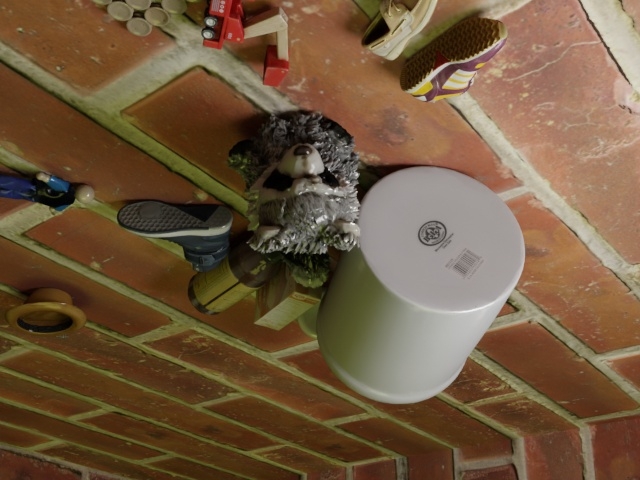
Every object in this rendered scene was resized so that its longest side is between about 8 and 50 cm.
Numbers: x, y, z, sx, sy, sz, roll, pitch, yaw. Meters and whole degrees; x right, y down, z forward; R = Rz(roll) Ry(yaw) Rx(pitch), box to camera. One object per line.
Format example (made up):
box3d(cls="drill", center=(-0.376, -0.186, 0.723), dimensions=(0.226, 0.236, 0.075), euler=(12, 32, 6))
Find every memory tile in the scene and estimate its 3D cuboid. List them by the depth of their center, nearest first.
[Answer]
box3d(cls="memory tile", center=(-0.241, -0.345, 1.083), dimensions=(0.148, 0.012, 0.113), euler=(-20, 143, 32))

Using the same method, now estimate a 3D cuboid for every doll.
box3d(cls="doll", center=(-0.528, -0.096, 1.490), dimensions=(0.189, 0.046, 0.129), euler=(7, 150, -8))

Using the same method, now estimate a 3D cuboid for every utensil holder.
box3d(cls="utensil holder", center=(0.177, 0.090, 1.493), dimensions=(0.327, 0.327, 0.385), euler=(6, 147, -5))

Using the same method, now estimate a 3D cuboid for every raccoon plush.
box3d(cls="raccoon plush", center=(0.000, 0.000, 1.305), dimensions=(0.216, 0.299, 0.446), euler=(-19, 134, 8))

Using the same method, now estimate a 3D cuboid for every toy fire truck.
box3d(cls="toy fire truck", center=(-0.097, -0.307, 1.103), dimensions=(0.135, 0.047, 0.192), euler=(9, 148, -12))

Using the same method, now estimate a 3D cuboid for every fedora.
box3d(cls="fedora", center=(-0.670, 0.169, 1.915), dimensions=(0.194, 0.079, 0.194), euler=(-3, 147, -2))

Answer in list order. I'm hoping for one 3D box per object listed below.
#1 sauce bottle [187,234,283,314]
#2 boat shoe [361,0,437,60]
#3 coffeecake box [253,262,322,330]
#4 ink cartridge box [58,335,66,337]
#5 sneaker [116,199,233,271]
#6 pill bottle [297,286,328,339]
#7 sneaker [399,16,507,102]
box3d(cls="sauce bottle", center=(-0.156, 0.057, 1.658), dimensions=(0.111, 0.111, 0.344), euler=(24, 144, -31))
box3d(cls="boat shoe", center=(0.107, -0.310, 1.068), dimensions=(0.059, 0.063, 0.170), euler=(8, 150, -20))
box3d(cls="coffeecake box", center=(-0.069, 0.091, 1.678), dimensions=(0.068, 0.142, 0.185), euler=(19, 145, -25))
box3d(cls="ink cartridge box", center=(-0.729, 0.228, 2.066), dimensions=(0.115, 0.029, 0.063), euler=(10, 149, -14))
box3d(cls="sneaker", center=(-0.294, -0.004, 1.590), dimensions=(0.226, 0.086, 0.163), euler=(4, 147, -5))
box3d(cls="pill bottle", center=(0.004, 0.168, 1.782), dimensions=(0.117, 0.117, 0.215), euler=(3, 174, 0))
box3d(cls="sneaker", center=(0.207, -0.262, 1.149), dimensions=(0.084, 0.069, 0.185), euler=(18, 153, -40))
